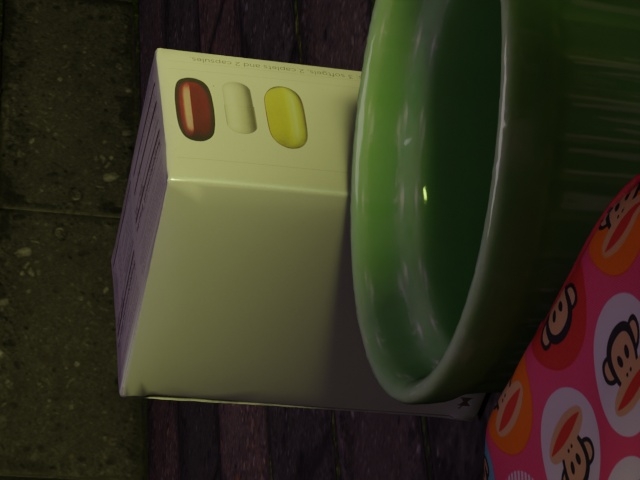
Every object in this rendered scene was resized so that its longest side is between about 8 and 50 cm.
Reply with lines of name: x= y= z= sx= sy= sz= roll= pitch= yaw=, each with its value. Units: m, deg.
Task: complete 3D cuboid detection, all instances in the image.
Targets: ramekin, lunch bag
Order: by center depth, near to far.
lunch bag: x=0.169 y=0.139 z=0.857 sx=0.293 sy=0.120 sz=0.258 roll=111 pitch=159 yaw=-48
ramekin: x=0.124 y=-0.056 z=1.044 sx=0.303 sy=0.148 sz=0.303 roll=-175 pitch=90 yaw=-77

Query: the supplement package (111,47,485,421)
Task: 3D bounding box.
supplement package: x=0.000 y=0.000 z=1.305 sx=0.145 sy=0.261 sz=0.204 roll=-100 pitch=20 yaw=-47
